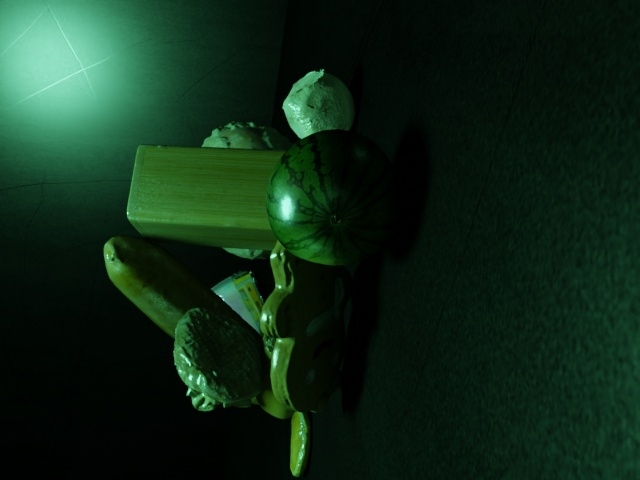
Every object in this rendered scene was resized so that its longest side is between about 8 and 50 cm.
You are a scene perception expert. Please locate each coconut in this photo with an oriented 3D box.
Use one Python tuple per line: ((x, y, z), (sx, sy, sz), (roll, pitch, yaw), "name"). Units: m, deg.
((-0.004, -0.204, 1.004), (0.124, 0.110, 0.110), (-130, 48, -72), "coconut")

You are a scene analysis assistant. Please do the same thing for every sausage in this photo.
((-0.236, 0.158, 1.288), (0.123, 0.501, 0.136), (-39, 30, 2), "sausage")

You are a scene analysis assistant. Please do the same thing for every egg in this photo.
((-0.161, -0.113, 1.474), (0.279, 0.279, 0.311), (-145, 45, -80), "egg")

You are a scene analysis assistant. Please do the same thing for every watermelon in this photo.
((0.011, -0.048, 0.694), (0.187, 0.140, 0.141), (-112, 30, -73), "watermelon")

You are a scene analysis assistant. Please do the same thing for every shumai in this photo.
((-0.185, 0.229, 1.158), (0.209, 0.161, 0.153), (49, 134, 35), "shumai")

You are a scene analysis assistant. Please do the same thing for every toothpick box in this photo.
((-0.166, -0.075, 1.181), (0.187, 0.307, 0.190), (82, -168, -73), "toothpick box")

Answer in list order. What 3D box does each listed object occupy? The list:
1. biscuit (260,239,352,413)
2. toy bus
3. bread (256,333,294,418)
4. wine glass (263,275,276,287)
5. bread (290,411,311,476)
((-0.009, 0.099, 0.797), (0.184, 0.035, 0.249), (-18, -67, -58), "biscuit")
((-0.206, 0.179, 1.649), (0.171, 0.162, 0.386), (60, 170, -3), "toy bus")
((-0.076, 0.236, 1.214), (0.134, 0.085, 0.173), (-98, 17, -57), "bread")
((-0.103, 0.017, 1.616), (0.066, 0.066, 0.198), (129, 147, -73), "wine glass")
((-0.035, 0.331, 1.079), (0.110, 0.024, 0.110), (-173, 90, -82), "bread")
